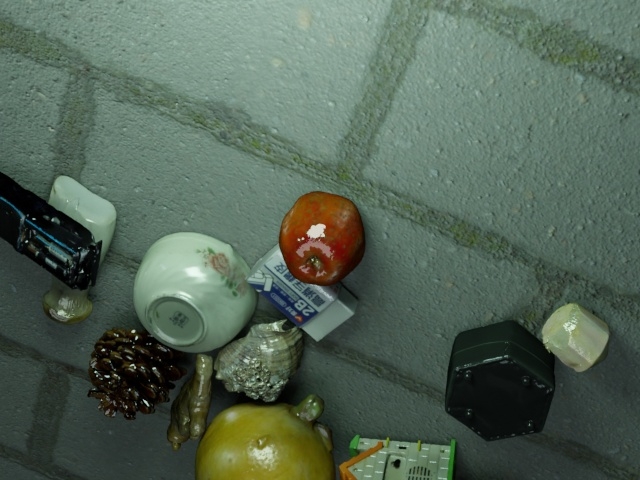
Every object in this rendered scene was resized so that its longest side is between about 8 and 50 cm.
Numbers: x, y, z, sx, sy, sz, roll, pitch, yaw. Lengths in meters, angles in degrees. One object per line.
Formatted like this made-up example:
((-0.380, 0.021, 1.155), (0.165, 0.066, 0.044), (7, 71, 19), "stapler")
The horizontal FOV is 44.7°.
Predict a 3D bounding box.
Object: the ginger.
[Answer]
((-0.292, 0.387, 1.783), (0.080, 0.166, 0.333), (5, 151, -24), "ginger")

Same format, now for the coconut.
((0.504, 0.193, 1.514), (0.122, 0.116, 0.116), (37, 121, -2), "coconut")

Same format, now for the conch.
((-0.125, 0.261, 1.706), (0.163, 0.178, 0.245), (51, 120, 29), "conch")

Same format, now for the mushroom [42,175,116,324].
((-0.539, 0.033, 1.702), (0.159, 0.122, 0.329), (43, 127, 31), "mushroom")

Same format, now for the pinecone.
((-0.426, 0.307, 1.763), (0.221, 0.221, 0.222), (6, 120, 11), "pinecone")

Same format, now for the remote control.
((-0.612, -0.030, 1.614), (0.398, 0.062, 0.145), (28, 116, 24), "remote control")

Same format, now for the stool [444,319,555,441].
((0.364, 0.289, 1.587), (0.232, 0.141, 0.232), (6, 121, 11), "stool")

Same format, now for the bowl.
((-0.284, 0.132, 1.666), (0.276, 0.145, 0.277), (8, 122, 12), "bowl")

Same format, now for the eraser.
((-0.038, 0.103, 1.628), (0.210, 0.068, 0.124), (43, 120, -12), "eraser")

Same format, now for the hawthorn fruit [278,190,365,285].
((0.000, 0.000, 1.497), (0.189, 0.189, 0.189), (6, 120, 11), "hawthorn fruit")

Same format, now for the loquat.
((-0.105, 0.491, 1.726), (0.328, 0.328, 0.360), (34, 98, -7), "loquat")

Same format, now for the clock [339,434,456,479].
((0.171, 0.548, 1.740), (0.255, 0.220, 0.106), (2, 121, 14), "clock")
